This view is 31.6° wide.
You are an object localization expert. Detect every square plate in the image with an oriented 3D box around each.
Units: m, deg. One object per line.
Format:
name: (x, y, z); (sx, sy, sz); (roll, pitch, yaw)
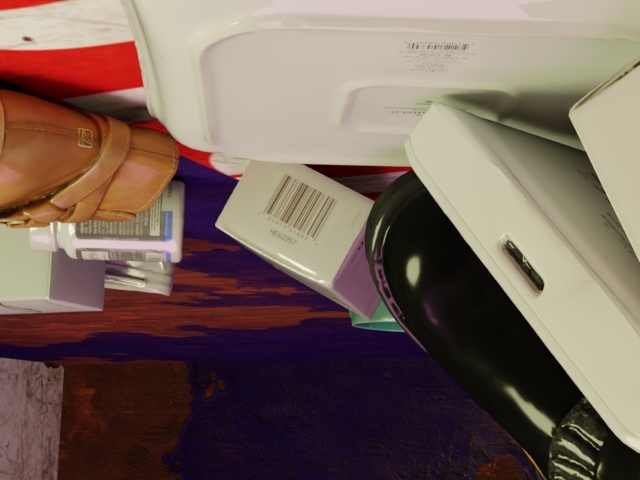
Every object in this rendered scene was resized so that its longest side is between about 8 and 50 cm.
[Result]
square plate: (0.058, -0.098, 0.673); (0.347, 0.049, 0.344); (1, 170, -3)

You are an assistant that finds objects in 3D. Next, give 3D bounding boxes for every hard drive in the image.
hard drive: (0.234, 0.034, 0.694); (0.353, 0.233, 0.047); (10, 125, -41)

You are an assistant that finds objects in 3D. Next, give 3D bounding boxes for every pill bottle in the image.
pill bottle: (-0.195, -0.020, 1.043); (0.137, 0.078, 0.078); (3, 169, -6)

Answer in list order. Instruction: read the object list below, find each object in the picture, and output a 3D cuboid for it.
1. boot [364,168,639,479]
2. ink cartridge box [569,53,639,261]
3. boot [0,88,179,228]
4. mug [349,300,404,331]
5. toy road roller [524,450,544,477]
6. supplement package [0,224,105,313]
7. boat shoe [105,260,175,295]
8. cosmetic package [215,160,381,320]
boot: (0.179, 0.110, 0.720); (0.348, 0.131, 0.260); (47, -175, -19)
ink cartridge box: (0.294, 0.005, 0.583); (0.306, 0.226, 0.131); (3, 148, -45)
boot: (-0.259, -0.052, 0.872); (0.220, 0.109, 0.283); (4, 163, -36)
mug: (0.091, 0.057, 1.374); (0.157, 0.097, 0.129); (-1, 170, 23)
toy road roller: (0.273, 0.091, 0.983); (0.240, 0.330, 0.202); (-35, 176, 20)
supplement package: (-0.331, 0.022, 1.207); (0.179, 0.105, 0.105); (-4, 168, 22)
boat shoe: (-0.293, 0.031, 1.311); (0.258, 0.084, 0.095); (-2, 169, 15)
cosmetic package: (0.000, 0.000, 1.011); (0.117, 0.085, 0.231); (29, 174, 16)
